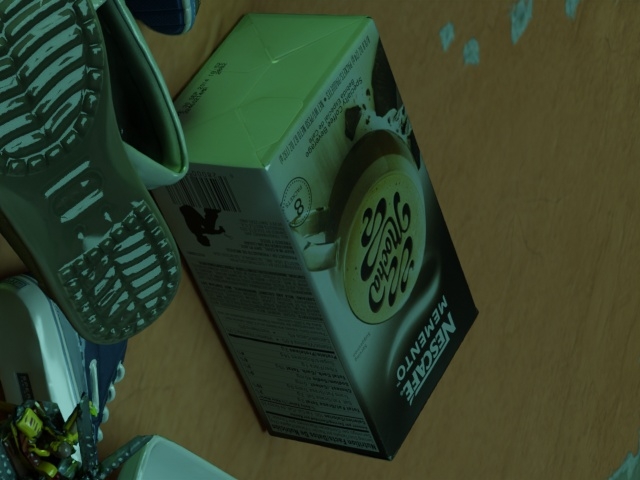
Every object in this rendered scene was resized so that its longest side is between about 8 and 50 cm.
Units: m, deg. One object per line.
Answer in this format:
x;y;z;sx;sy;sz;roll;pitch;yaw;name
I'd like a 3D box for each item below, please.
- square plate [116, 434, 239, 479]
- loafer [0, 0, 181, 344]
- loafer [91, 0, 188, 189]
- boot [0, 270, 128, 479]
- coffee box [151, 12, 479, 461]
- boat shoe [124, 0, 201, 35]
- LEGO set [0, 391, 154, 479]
-0.105;0.335;1.131;0.347;0.049;0.344;45;56;-61;square plate
-0.161;-0.060;0.863;0.102;0.092;0.268;-35;127;-26;loafer
-0.164;-0.154;0.920;0.112;0.111;0.319;-61;142;-33;loafer
-0.153;0.104;1.030;0.086;0.069;0.190;-26;116;-49;boot
0.000;0.000;1.198;0.168;0.119;0.297;-57;139;-35;coffee box
-0.110;-0.220;1.033;0.066;0.066;0.183;-51;136;-40;boat shoe
-0.228;0.120;0.807;0.331;0.192;0.255;-41;129;-46;LEGO set
